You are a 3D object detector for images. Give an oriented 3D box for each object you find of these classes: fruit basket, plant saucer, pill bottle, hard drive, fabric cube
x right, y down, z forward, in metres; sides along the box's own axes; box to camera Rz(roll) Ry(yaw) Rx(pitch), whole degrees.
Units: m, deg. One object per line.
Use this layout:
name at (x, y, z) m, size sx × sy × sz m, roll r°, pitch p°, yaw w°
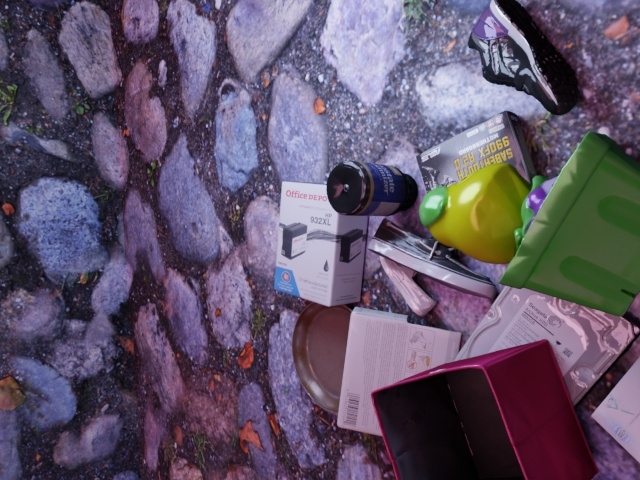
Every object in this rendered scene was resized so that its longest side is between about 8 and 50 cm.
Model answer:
fruit basket at (0.366, -0.059, 0.857) m, size 0.392 × 0.392 × 0.283 m, roll 40°, pitch 118°, yaw 36°
plant saucer at (0.041, 0.315, 1.409) m, size 0.310 × 0.050 × 0.311 m, roll 1°, pitch 91°, yaw 44°
pill bottle at (0.127, -0.117, 1.190) m, size 0.122 × 0.219 × 0.123 m, roll 3°, pitch 94°, yaw 44°
hard drive at (0.427, 0.222, 1.019) m, size 0.237 × 0.064 × 0.339 m, roll 45°, pitch 120°, yaw 33°
fabric cube at (0.295, 0.346, 0.930) m, size 0.254 × 0.258 × 0.259 m, roll -30°, pitch 72°, yaw 42°

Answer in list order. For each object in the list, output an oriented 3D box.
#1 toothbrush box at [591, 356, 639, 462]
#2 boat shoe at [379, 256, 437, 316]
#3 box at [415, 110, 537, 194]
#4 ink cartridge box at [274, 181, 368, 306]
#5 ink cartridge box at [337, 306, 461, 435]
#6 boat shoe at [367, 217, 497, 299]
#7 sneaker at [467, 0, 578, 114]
toothbrush box at (0.590, 0.237, 0.753) m, size 0.216 × 0.126 × 0.296 m, roll 51°, pitch 140°, yaw 40°
boat shoe at (0.211, 0.092, 1.228) m, size 0.063 × 0.066 × 0.184 m, roll -42°, pitch 60°, yaw 21°
box at (0.333, -0.143, 1.102) m, size 0.231 × 0.056 × 0.183 m, roll -23°, pitch 75°, yaw 43°
ink cartridge box at (0.000, 0.000, 1.381) m, size 0.223 × 0.129 × 0.308 m, roll 11°, pitch 99°, yaw 44°
ink cartridge box at (0.187, 0.330, 1.239) m, size 0.261 × 0.066 × 0.297 m, roll 9°, pitch 98°, yaw 12°
boat shoe at (0.258, 0.033, 1.148) m, size 0.306 × 0.113 × 0.105 m, roll 25°, pitch 88°, yaw 34°
sneaker at (0.397, -0.343, 1.022) m, size 0.124 × 0.107 × 0.283 m, roll -51°, pitch 53°, yaw 50°
